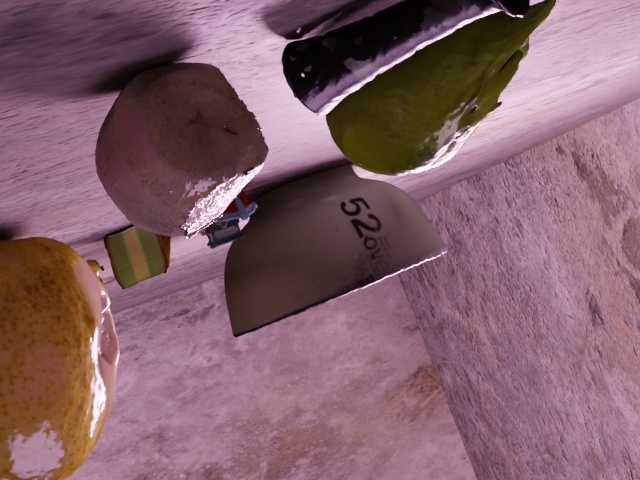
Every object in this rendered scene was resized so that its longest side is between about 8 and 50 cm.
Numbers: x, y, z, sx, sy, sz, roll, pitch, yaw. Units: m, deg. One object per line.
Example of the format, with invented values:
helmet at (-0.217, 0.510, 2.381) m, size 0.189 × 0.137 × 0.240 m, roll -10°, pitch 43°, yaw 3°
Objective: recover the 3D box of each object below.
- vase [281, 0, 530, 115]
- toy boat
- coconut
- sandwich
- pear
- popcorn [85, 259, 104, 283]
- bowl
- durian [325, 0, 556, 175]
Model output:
vase at (0.054, -0.141, 0.771) m, size 0.167 × 0.059 × 0.059 m, roll -23°, pitch 177°, yaw 32°
toy boat at (-0.128, -0.029, 1.565) m, size 0.069 × 0.059 × 0.173 m, roll -20°, pitch 177°, yaw -22°
coconut at (-0.095, -0.055, 0.770) m, size 0.110 × 0.110 × 0.124 m, roll -20°, pitch 171°, yaw -22°
sandwich at (-0.233, 0.019, 1.540) m, size 0.074 × 0.074 × 0.116 m, roll -21°, pitch 177°, yaw 5°
pear at (-0.322, 0.125, 1.182) m, size 0.271 × 0.271 × 0.271 m, roll -21°, pitch 177°, yaw -1°
popcorn at (-0.352, 0.062, 1.640) m, size 0.084 × 0.084 × 0.084 m, roll -21°, pitch 177°, yaw -1°
bowl at (0.000, 0.000, 1.765) m, size 0.354 × 0.185 × 0.354 m, roll -21°, pitch 178°, yaw -1°
durian at (0.083, -0.126, 0.948) m, size 0.250 × 0.101 × 0.139 m, roll -26°, pitch -150°, yaw 59°
